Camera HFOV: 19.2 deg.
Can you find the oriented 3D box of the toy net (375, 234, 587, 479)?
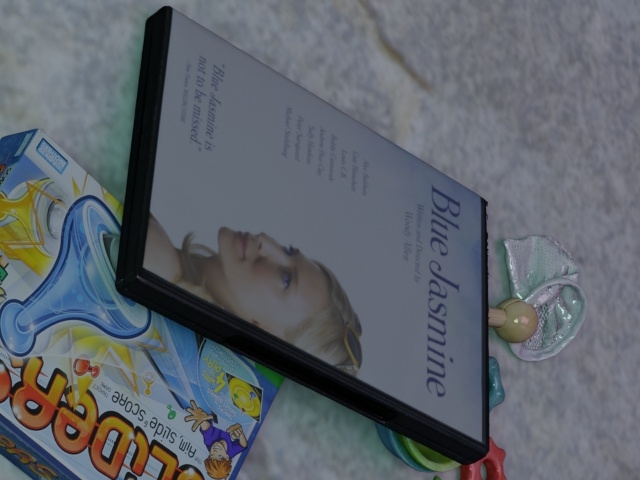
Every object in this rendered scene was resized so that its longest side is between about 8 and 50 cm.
[{"bbox_3d":[0.115,0.081,1.167,0.232,0.045,0.122,-43,112,-39],"label":"toy net"}]

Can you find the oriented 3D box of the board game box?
[{"bbox_3d":[-0.114,0.059,0.959,0.201,0.035,0.136,44,56,-30],"label":"board game box"}]

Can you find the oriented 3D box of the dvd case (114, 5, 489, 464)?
[{"bbox_3d":[0.000,0.000,1.039,0.253,0.022,0.180,29,47,-33],"label":"dvd case"}]
